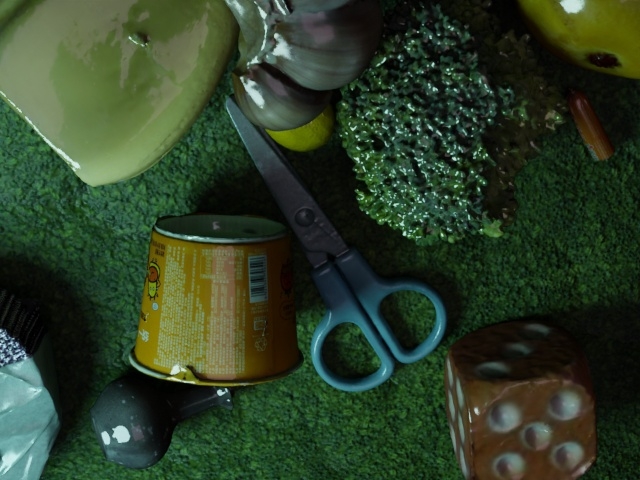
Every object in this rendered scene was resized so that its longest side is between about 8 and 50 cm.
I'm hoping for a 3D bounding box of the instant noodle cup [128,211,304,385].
[{"bbox_3d":[-0.122,0.064,1.420,0.215,0.216,0.172,1,102,-10],"label":"instant noodle cup"}]

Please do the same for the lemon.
[{"bbox_3d":[-0.032,-0.154,1.409,0.110,0.082,0.082,38,101,-21],"label":"lemon"}]

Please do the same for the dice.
[{"bbox_3d":[0.260,0.218,1.559,0.179,0.174,0.175,-11,114,-1],"label":"dice"}]

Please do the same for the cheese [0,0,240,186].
[{"bbox_3d":[-0.219,-0.229,1.322,0.316,0.128,0.259,-41,109,3],"label":"cheese"}]

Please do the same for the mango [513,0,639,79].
[{"bbox_3d":[0.411,-0.372,1.313,0.445,0.232,0.300,-42,82,-3],"label":"mango"}]

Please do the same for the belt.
[{"bbox_3d":[-0.454,0.201,1.455,0.260,0.122,0.325,-5,113,-3],"label":"belt"}]

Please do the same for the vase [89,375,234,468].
[{"bbox_3d":[-0.199,0.219,1.516,0.182,0.120,0.120,-19,114,-17],"label":"vase"}]

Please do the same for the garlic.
[{"bbox_3d":[-0.010,-0.229,1.275,0.191,0.160,0.214,-34,119,-45],"label":"garlic"}]

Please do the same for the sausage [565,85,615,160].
[{"bbox_3d":[0.339,-0.151,1.501,0.031,0.031,0.107,-33,114,4],"label":"sausage"}]

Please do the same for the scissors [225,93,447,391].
[{"bbox_3d":[0.000,0.000,1.501,0.192,0.029,0.447,-31,113,3],"label":"scissors"}]

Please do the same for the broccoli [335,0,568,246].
[{"bbox_3d":[0.151,-0.138,1.362,0.259,0.235,0.288,18,103,-17],"label":"broccoli"}]
